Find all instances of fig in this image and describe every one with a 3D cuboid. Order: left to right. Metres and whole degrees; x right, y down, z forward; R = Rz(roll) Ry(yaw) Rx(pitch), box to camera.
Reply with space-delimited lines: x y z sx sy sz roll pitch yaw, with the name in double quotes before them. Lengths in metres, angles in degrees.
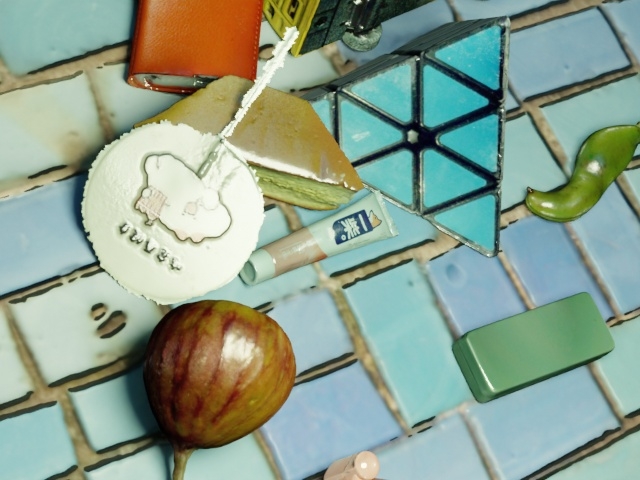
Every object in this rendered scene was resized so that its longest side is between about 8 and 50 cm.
"fig" -0.114 0.140 1.655 0.148 0.202 0.149 38 18 -21

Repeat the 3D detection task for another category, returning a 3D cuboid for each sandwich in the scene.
"sandwich" -0.080 -0.107 1.810 0.258 0.094 0.096 19 62 -14

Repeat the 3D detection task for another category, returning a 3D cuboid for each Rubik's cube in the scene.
"Rubik's cube" 0.124 -0.149 1.894 0.228 0.233 0.229 28 92 -53

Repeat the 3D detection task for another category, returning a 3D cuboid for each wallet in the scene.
"wallet" -0.135 -0.257 1.873 0.142 0.045 0.204 4 62 0

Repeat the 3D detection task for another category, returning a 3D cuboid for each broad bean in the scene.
"broad bean" 0.327 -0.085 2.011 0.213 0.048 0.070 -36 84 -30

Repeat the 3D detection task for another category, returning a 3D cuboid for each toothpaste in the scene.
"toothpaste" 0.000 0.000 1.830 0.205 0.036 0.056 -22 90 -35

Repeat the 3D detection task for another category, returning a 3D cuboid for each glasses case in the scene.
"glasses case" 0.240 0.118 1.876 0.184 0.039 0.078 -16 74 -30

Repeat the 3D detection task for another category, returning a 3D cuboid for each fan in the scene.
"fan" -0.114 -0.087 1.744 0.190 0.009 0.329 36 84 -9

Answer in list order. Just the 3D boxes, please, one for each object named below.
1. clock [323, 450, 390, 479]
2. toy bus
"clock" 0.052 0.315 1.671 0.162 0.093 0.166 41 55 -12
"toy bus" 0.090 -0.326 1.984 0.335 0.121 0.123 -27 65 -32
